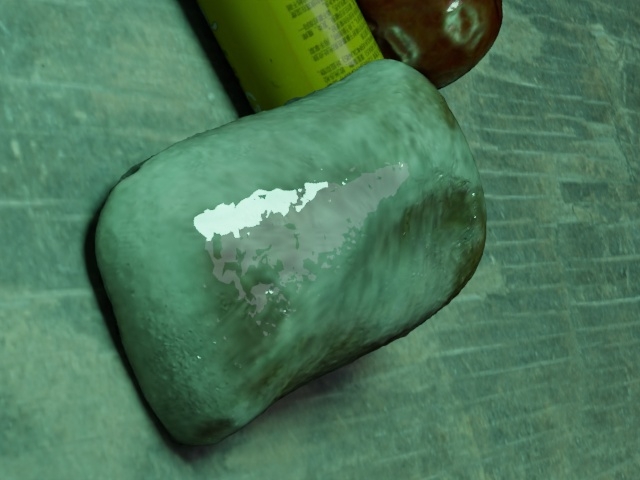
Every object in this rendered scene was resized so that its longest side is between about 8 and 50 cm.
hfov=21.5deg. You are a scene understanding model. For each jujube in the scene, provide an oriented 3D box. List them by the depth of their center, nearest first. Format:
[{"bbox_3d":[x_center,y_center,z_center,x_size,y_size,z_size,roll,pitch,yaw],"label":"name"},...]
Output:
[{"bbox_3d":[0.041,-0.227,1.319,0.236,0.168,0.168,54,33,-16],"label":"jujube"}]

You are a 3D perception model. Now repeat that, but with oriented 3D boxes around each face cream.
[{"bbox_3d":[-0.009,-0.128,1.227,0.349,0.105,0.105,62,31,-16],"label":"face cream"}]

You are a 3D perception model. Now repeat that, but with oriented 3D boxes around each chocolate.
[{"bbox_3d":[0.000,0.000,1.097,0.303,0.100,0.185,-28,106,-36],"label":"chocolate"}]
